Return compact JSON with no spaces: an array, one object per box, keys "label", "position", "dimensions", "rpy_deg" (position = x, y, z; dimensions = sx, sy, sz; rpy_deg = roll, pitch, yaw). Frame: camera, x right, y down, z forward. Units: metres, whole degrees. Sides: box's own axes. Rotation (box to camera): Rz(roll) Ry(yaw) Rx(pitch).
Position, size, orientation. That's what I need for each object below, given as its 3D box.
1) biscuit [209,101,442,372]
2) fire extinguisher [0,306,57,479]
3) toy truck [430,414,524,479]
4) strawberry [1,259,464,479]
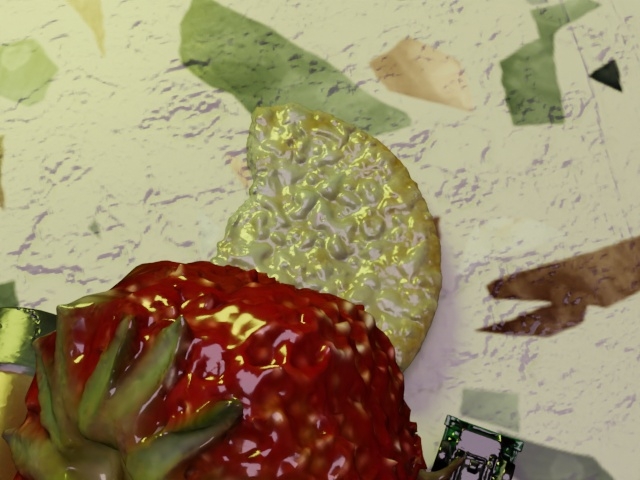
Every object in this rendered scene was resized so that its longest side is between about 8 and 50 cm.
[{"label":"biscuit","position":[0.000,0.000,1.222],"dimensions":[0.188,0.040,0.265],"rpy_deg":[-20,68,-7]},{"label":"fire extinguisher","position":[-0.256,0.246,1.072],"dimensions":[0.113,0.200,0.376],"rpy_deg":[18,51,-16]},{"label":"toy truck","position":[0.101,0.211,1.116],"dimensions":[0.065,0.079,0.147],"rpy_deg":[19,69,7]},{"label":"strawberry","position":[-0.036,0.140,1.004],"dimensions":[0.343,0.292,0.292],"rpy_deg":[-12,60,-51]}]
